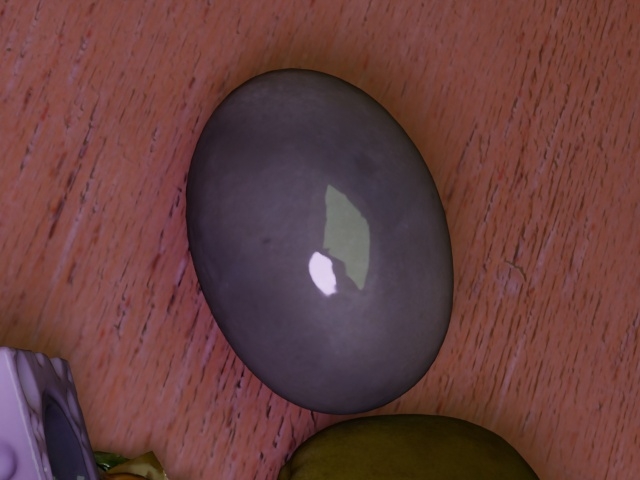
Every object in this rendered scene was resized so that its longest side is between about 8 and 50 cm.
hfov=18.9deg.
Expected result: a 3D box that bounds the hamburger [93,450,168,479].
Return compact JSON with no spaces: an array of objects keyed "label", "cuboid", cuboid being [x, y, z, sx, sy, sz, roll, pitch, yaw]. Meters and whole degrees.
[{"label":"hamburger","cuboid":[-0.198,0.291,1.834,0.164,0.093,0.190,-8,81,-30]}]

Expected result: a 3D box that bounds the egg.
[{"label":"egg","cuboid":[0.000,0.000,1.919,0.258,0.258,0.352,-9,78,-28]}]

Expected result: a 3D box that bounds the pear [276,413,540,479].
[{"label":"pear","cuboid":[0.094,0.301,1.893,0.321,0.269,0.269,19,68,-10]}]

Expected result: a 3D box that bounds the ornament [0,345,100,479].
[{"label":"ornament","cuboid":[-0.320,0.241,1.658,0.239,0.240,0.239,-16,83,3]}]
